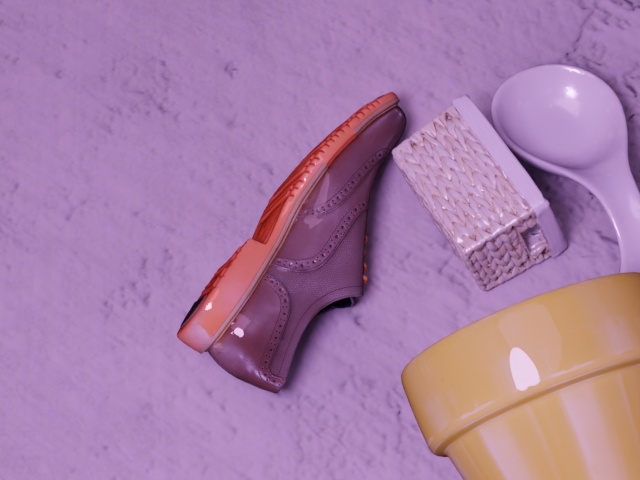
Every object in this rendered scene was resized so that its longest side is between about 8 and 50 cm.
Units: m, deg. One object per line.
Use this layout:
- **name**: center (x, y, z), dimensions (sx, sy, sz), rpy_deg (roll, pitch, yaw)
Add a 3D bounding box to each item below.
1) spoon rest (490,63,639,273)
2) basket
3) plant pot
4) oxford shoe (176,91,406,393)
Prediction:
- **spoon rest**: center (0.273, -0.076, 1.940), dimensions (0.137, 0.084, 0.276), rpy_deg (-19, 61, -13)
- **basket**: center (0.160, -0.046, 1.947), dimensions (0.103, 0.113, 0.167), rpy_deg (-33, 59, 1)
- **plant pot**: center (0.230, 0.187, 1.741), dimensions (0.254, 0.254, 0.239), rpy_deg (-21, 74, 4)
- **oxford shoe**: center (0.000, 0.000, 1.985), dimensions (0.132, 0.130, 0.364), rpy_deg (38, 68, -5)
